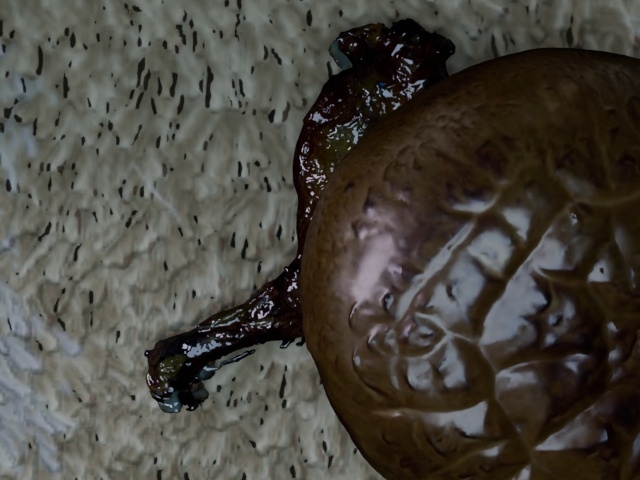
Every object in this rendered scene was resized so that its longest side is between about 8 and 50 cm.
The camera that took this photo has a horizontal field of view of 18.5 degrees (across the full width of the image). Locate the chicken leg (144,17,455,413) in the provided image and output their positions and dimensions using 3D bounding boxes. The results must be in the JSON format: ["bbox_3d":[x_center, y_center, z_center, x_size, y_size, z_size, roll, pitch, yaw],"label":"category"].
[{"bbox_3d":[0.000,0.000,1.038,0.106,0.051,0.253,34,105,-1],"label":"chicken leg"}]

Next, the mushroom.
[{"bbox_3d":[0.114,0.025,0.967,0.253,0.153,0.253,-8,106,-27],"label":"mushroom"}]
